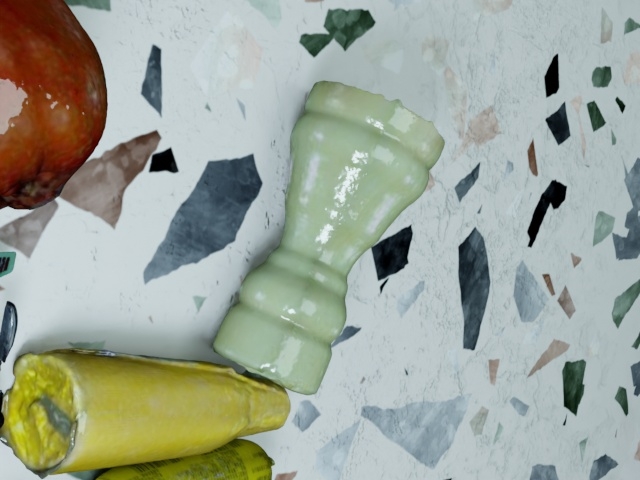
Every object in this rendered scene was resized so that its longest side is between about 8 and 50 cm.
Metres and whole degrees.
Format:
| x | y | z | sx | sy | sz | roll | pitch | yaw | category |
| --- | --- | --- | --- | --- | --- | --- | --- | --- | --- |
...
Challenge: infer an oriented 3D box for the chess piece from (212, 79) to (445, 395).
| x | y | z | sx | sy | sz | roll | pitch | yaw | category |
| --- | --- | --- | --- | --- | --- | --- | --- | --- | --- |
| 0.000 | 0.000 | 1.631 | 0.234 | 0.234 | 0.442 | 31 | 82 | -45 | chess piece |

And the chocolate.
| x | y | z | sx | sy | sz | roll | pitch | yaw | category |
| --- | --- | --- | --- | --- | --- | --- | --- | --- | --- |
| -0.221 | 0.231 | 1.513 | 0.445 | 0.162 | 0.162 | 7 | 94 | -50 | chocolate |

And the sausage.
| x | y | z | sx | sy | sz | roll | pitch | yaw | category |
| --- | --- | --- | --- | --- | --- | --- | --- | --- | --- |
| -0.201 | 0.365 | 1.563 | 0.347 | 0.123 | 0.123 | -5 | 103 | -45 | sausage |

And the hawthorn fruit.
| x | y | z | sx | sy | sz | roll | pitch | yaw | category |
| --- | --- | --- | --- | --- | --- | --- | --- | --- | --- |
| -0.377 | -0.163 | 1.148 | 0.295 | 0.295 | 0.311 | -51 | 128 | -24 | hawthorn fruit |

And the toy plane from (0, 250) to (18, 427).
| x | y | z | sx | sy | sz | roll | pitch | yaw | category |
| --- | --- | --- | --- | --- | --- | --- | --- | --- | --- |
| -0.443 | 0.192 | 1.294 | 0.155 | 0.106 | 0.382 | -3 | 101 | -52 | toy plane |
